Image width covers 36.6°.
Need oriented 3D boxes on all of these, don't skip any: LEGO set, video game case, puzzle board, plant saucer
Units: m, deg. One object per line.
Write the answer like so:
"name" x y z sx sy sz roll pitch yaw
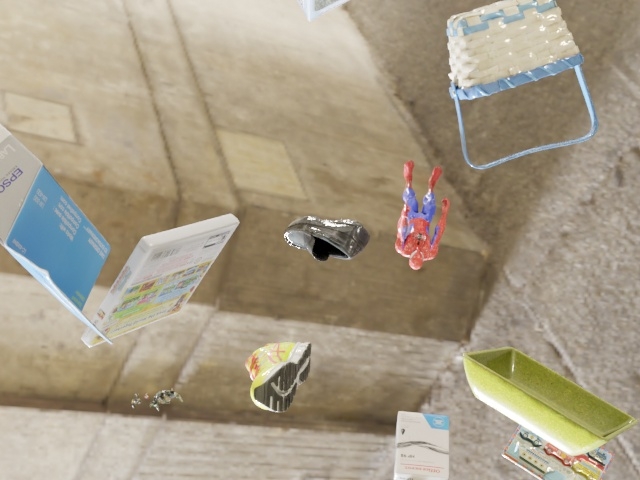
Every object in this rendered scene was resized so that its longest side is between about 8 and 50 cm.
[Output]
"LEGO set" -0.266 0.253 1.571 0.054 0.083 0.023 -46 43 33
"video game case" -0.240 0.057 1.471 0.026 0.227 0.206 43 116 14
"puzzle board" 0.322 0.288 1.305 0.128 0.096 0.011 31 141 17
"plant saucer" 0.270 0.196 1.163 0.188 0.188 0.045 31 102 27

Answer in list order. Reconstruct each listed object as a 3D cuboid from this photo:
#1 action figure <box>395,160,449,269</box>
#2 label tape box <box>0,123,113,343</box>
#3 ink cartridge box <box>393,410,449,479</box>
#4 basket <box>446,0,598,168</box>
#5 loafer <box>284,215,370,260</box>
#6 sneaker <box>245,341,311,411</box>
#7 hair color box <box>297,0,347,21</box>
"action figure" 0.195 -0.071 1.835 0.139 0.091 0.280 102 178 -46
"label tape box" -0.393 -0.041 1.290 0.347 0.249 0.115 38 76 22
"ink cartridge box" 0.198 0.427 1.888 0.060 0.104 0.180 93 -177 -45
"basket" 0.364 -0.297 1.781 0.201 0.254 0.289 -119 15 -82
"loafer" 0.000 0.000 1.903 0.223 0.076 0.078 3 51 48
"sneaker" -0.083 0.216 1.559 0.208 0.094 0.082 -33 -50 -72
"hair color box" -0.026 -0.544 1.455 0.375 0.185 0.113 61 175 8
